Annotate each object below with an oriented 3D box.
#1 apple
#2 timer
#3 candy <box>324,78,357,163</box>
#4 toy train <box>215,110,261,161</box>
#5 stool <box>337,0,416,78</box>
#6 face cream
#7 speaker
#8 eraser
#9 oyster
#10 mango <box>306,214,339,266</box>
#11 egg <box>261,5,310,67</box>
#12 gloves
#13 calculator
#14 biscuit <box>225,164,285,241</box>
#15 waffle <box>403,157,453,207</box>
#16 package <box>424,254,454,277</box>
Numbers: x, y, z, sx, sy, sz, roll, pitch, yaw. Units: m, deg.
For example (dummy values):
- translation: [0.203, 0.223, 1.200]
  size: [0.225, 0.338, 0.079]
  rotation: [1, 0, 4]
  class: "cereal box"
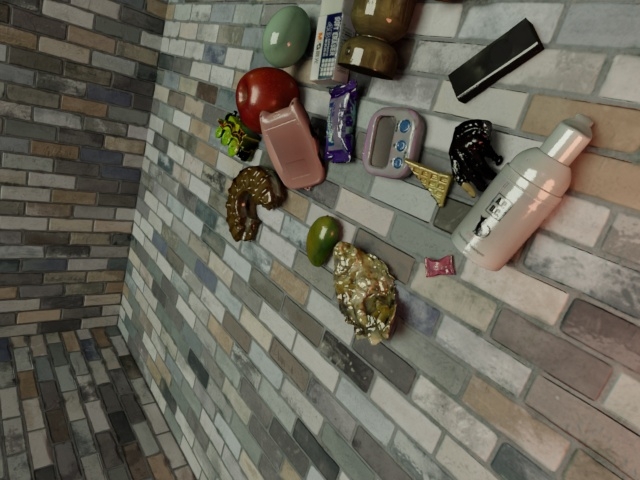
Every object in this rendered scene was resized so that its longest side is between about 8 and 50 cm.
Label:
- translation: [-0.211, -0.546, 1.655]
  size: [0.261, 0.217, 0.260]
  rotation: [1, 91, 52]
  class: "apple"
- translation: [0.218, -0.292, 1.271]
  size: [0.191, 0.069, 0.208]
  rotation: [21, 106, 45]
  class: "timer"
- translation: [0.068, -0.402, 1.445]
  size: [0.145, 0.070, 0.274]
  rotation: [16, 105, 54]
  class: "candy"
- translation: [-0.387, -0.485, 1.940]
  size: [0.160, 0.101, 0.296]
  rotation: [-57, 49, 21]
  class: "toy train"
- translation: [0.171, -0.636, 1.251]
  size: [0.179, 0.179, 0.263]
  rotation: [32, 111, 44]
  class: "stool"
- translation: [0.456, -0.112, 0.940]
  size: [0.145, 0.146, 0.369]
  rotation: [52, 126, 36]
  class: "face cream"
- translation: [0.431, -0.441, 1.052]
  size: [0.218, 0.044, 0.082]
  rotation: [-29, 68, 44]
  class: "speaker"
- translation: [0.049, -0.688, 1.460]
  size: [0.130, 0.086, 0.286]
  rotation: [19, 103, 45]
  class: "eraser"
- translation: [0.124, 0.161, 1.330]
  size: [0.238, 0.115, 0.350]
  rotation: [-38, 62, 41]
  class: "oyster"
- translation: [-0.001, -0.004, 1.498]
  size: [0.122, 0.086, 0.191]
  rotation: [52, 125, 32]
  class: "mango"
- translation: [-0.128, -0.769, 1.597]
  size: [0.168, 0.168, 0.230]
  rotation: [41, 106, 41]
  class: "egg"
- translation: [0.378, -0.200, 1.061]
  size: [0.129, 0.106, 0.180]
  rotation: [-2, 83, 46]
  class: "gloves"
- translation: [-0.100, -0.333, 1.542]
  size: [0.220, 0.048, 0.329]
  rotation: [-11, 110, 31]
  class: "calculator"
- translation: [-0.298, -0.180, 1.817]
  size: [0.366, 0.115, 0.268]
  rotation: [-44, 59, 37]
  class: "biscuit"
- translation: [0.288, -0.163, 1.178]
  size: [0.153, 0.023, 0.097]
  rotation: [28, 123, 25]
  class: "waffle"
- translation: [0.329, 0.071, 1.167]
  size: [0.083, 0.029, 0.059]
  rotation: [-9, 85, 39]
  class: "package"
